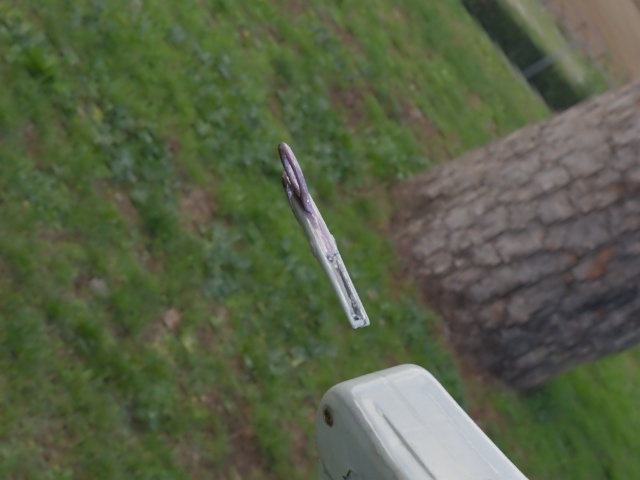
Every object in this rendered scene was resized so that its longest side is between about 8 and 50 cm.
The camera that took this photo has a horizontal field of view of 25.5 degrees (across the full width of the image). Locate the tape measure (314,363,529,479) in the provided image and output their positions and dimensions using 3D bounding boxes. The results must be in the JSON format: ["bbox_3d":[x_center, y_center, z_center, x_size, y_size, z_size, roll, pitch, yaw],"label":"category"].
[{"bbox_3d":[0.091,0.261,1.310,0.258,0.130,0.265,46,-38,46],"label":"tape measure"}]

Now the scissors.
[{"bbox_3d":[0.000,0.000,1.182,0.085,0.022,0.176,89,-21,-58],"label":"scissors"}]
